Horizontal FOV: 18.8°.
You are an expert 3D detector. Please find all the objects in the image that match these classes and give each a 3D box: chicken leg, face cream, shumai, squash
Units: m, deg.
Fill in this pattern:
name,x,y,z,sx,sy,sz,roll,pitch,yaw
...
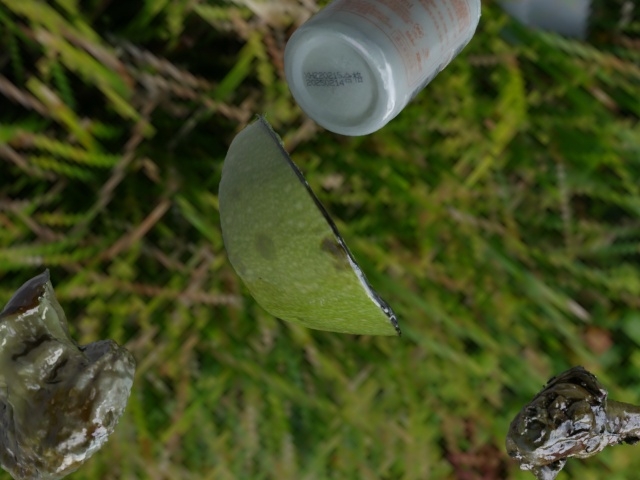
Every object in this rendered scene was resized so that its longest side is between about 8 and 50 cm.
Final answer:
name,x,y,z,sx,sy,sz,roll,pitch,yaw
chicken leg,0.283,0.191,2.036,0.196,0.080,0.125,-16,129,-16
face cream,0.074,-0.183,1.553,0.251,0.101,0.101,-46,164,-45
shumai,-0.266,0.129,1.817,0.161,0.153,0.209,-41,-163,-8
squash,-0.021,0.012,1.423,0.085,0.192,0.184,-32,-163,0
